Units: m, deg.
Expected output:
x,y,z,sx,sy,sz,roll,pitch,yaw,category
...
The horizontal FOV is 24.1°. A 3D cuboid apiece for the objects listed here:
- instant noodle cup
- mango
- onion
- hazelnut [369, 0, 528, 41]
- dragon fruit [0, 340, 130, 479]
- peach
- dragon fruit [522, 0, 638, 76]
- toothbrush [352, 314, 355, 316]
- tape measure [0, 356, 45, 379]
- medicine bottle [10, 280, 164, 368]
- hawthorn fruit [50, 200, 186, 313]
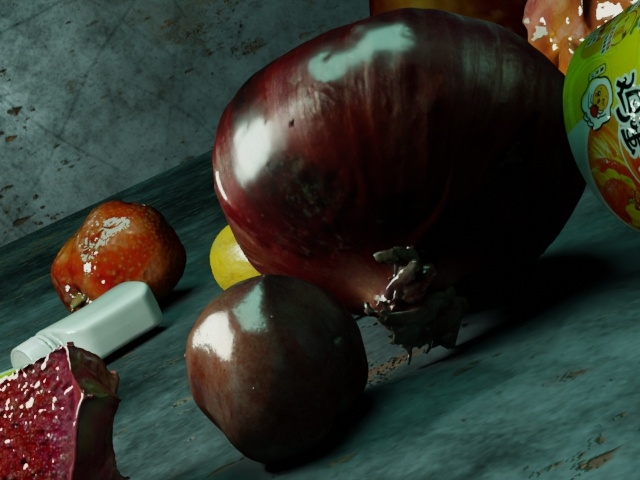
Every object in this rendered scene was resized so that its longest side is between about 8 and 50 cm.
x,y,z,sx,sy,sz,roll,pitch,yaw,category
0.340,-0.121,1.231,0.264,0.264,0.200,-32,6,-36,instant noodle cup
0.000,0.005,1.695,0.262,0.109,0.157,-12,3,18,mango
0.075,-0.033,1.335,0.348,0.347,0.285,-20,55,20,onion
0.278,-0.357,2.124,0.429,0.402,0.402,-16,7,-22,hazelnut
-0.242,0.211,1.235,0.274,0.161,0.126,-31,-27,25,dragon fruit
-0.035,0.097,1.224,0.152,0.152,0.152,-23,11,5,peach
0.352,-0.237,1.696,0.189,0.290,0.290,-21,11,37,dragon fruit
0.015,0.076,1.529,0.307,0.025,0.029,-27,3,-12,toothbrush
-0.306,0.189,1.508,0.164,0.084,0.330,-26,10,-1,tape measure
-0.291,0.119,1.859,0.183,0.069,0.119,-31,14,-36,medicine bottle
-0.277,0.030,2.025,0.179,0.173,0.173,-26,11,-16,hawthorn fruit
